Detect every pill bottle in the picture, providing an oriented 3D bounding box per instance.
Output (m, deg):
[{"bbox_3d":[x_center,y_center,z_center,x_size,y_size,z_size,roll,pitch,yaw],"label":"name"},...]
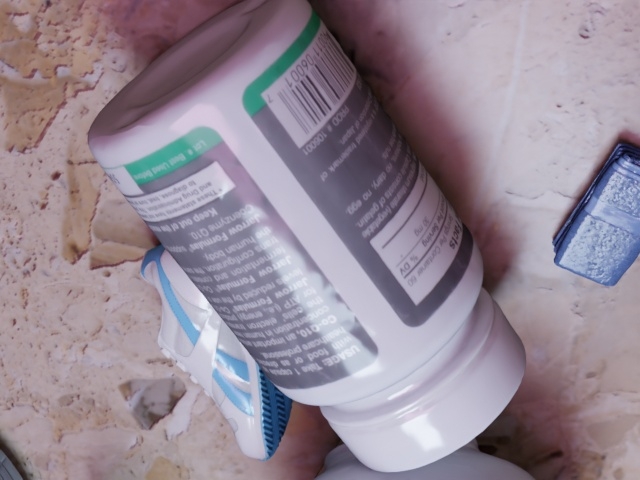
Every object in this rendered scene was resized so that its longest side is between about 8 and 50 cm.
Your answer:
[{"bbox_3d":[0.000,0.000,1.060,0.204,0.204,0.361,-27,112,22],"label":"pill bottle"}]

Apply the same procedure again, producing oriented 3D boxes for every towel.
[{"bbox_3d":[0.247,-0.020,1.110,0.067,0.029,0.119,25,120,-5],"label":"towel"}]

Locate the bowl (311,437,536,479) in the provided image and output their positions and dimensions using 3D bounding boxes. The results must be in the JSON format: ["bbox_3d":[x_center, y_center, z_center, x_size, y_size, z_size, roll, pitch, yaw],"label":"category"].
[{"bbox_3d":[0.080,0.252,1.191,0.298,0.134,0.298,-6,155,-3],"label":"bowl"}]

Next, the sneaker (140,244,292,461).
[{"bbox_3d":[-0.089,0.097,1.206,0.092,0.087,0.228,-8,111,22],"label":"sneaker"}]

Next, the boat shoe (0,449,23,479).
[{"bbox_3d":[-0.411,0.219,1.317,0.320,0.118,0.103,42,154,-18],"label":"boat shoe"}]

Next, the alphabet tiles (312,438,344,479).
[{"bbox_3d":[0.103,0.280,1.319,0.237,0.009,0.198,26,121,-7],"label":"alphabet tiles"}]
